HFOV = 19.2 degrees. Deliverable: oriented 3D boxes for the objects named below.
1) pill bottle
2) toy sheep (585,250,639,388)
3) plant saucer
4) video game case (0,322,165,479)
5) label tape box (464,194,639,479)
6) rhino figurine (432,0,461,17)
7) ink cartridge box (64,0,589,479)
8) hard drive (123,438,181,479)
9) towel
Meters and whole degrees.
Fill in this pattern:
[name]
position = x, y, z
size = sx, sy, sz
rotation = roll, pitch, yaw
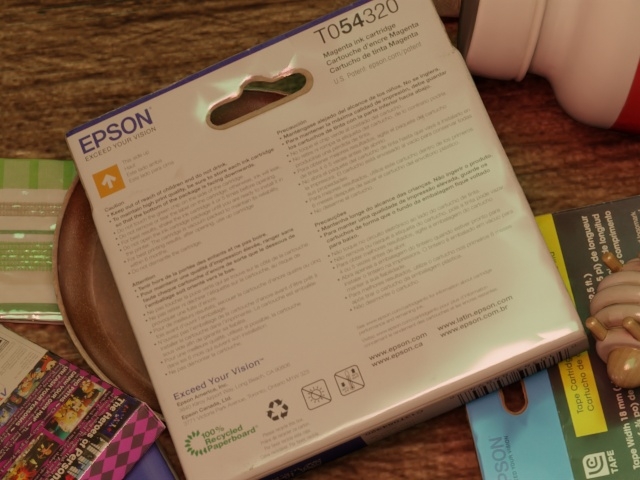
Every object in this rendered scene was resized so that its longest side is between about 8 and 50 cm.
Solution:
[pill bottle]
position = 0.327, -0.191, 1.559
size = 0.408, 0.229, 0.229
rotation = 9, 68, -1
[toy sheep]
position = 0.246, 0.054, 1.443
size = 0.091, 0.091, 0.132
rotation = 18, 65, 8
[plant saucer]
position = -0.068, 0.020, 1.586
size = 0.311, 0.050, 0.310
rotation = 2, 68, -4
[video game case]
position = -0.262, 0.189, 1.476
size = 0.210, 0.042, 0.232
rotation = 21, 65, 45
[label tape box]
position = 0.272, 0.089, 1.530
size = 0.334, 0.106, 0.240
rotation = -11, 68, -1
[rhino figurine]
position = 0.101, -0.257, 1.690
size = 0.243, 0.073, 0.106
rotation = 33, 81, 10
[ink cartridge box]
position = 0.000, 0.000, 1.497
size = 0.324, 0.071, 0.330
rotation = -23, 69, 4
[hard drive]
position = -0.162, 0.289, 1.398
size = 0.210, 0.040, 0.318
rotation = -36, 45, 0
[towel]
position = -0.244, 0.001, 1.621
size = 0.113, 0.023, 0.152
rotation = 2, 66, -1
